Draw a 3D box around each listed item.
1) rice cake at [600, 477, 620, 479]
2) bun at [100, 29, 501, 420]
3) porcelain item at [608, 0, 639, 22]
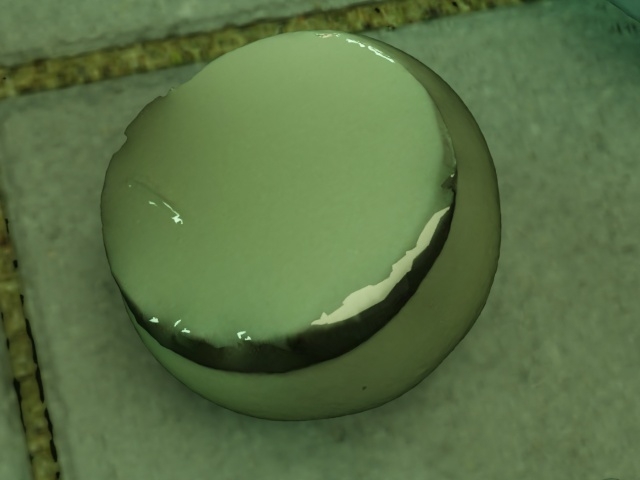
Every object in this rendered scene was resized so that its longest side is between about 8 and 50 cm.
[{"bbox_3d":[0.092,0.249,0.644,0.050,0.106,0.298,7,71,7],"label":"rice cake"},{"bbox_3d":[0.000,0.000,0.707,0.173,0.120,0.172,-9,62,18],"label":"bun"},{"bbox_3d":[0.196,-0.218,0.744,0.242,0.178,0.405,-45,82,6],"label":"porcelain item"}]
